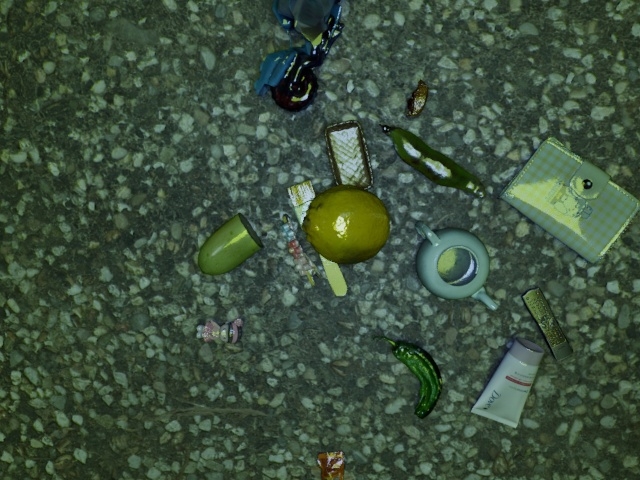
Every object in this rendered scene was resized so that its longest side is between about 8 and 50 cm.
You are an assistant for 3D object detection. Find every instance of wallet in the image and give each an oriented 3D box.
[{"bbox_3d":[0.664,-0.108,1.442,0.310,0.077,0.223,37,98,0],"label":"wallet"}]

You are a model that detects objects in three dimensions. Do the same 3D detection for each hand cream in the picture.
[{"bbox_3d":[0.517,0.389,1.481,0.133,0.083,0.247,18,104,3],"label":"hand cream"}]

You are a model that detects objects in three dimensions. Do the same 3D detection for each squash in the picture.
[{"bbox_3d":[-0.254,0.022,1.462,0.187,0.123,0.123,-37,92,8],"label":"squash"}]

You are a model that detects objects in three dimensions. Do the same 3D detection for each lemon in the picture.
[{"bbox_3d":[0.068,-0.040,1.389,0.260,0.204,0.204,2,95,-35],"label":"lemon"}]

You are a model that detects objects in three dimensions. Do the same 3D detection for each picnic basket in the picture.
[{"bbox_3d":[0.077,-0.222,1.458,0.110,0.055,0.193,-12,94,4],"label":"picnic basket"}]

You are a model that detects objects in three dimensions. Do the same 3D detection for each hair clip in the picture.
[{"bbox_3d":[-0.063,0.031,1.483,0.056,0.062,0.213,-34,98,-26],"label":"hair clip"}]

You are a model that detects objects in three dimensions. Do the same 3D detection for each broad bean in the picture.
[{"bbox_3d":[0.291,-0.210,1.448,0.339,0.061,0.077,35,83,-1],"label":"broad bean"}]

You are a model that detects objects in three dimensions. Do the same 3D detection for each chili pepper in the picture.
[{"bbox_3d":[0.255,0.352,1.487,0.122,0.065,0.278,-30,96,0],"label":"chili pepper"}]

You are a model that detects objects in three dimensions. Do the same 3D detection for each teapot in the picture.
[{"bbox_3d":[0.350,0.062,1.431,0.193,0.129,0.294,-41,92,3],"label":"teapot"}]

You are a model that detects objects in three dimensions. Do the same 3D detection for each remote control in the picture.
[{"bbox_3d":[0.621,0.228,1.485,0.059,0.028,0.212,-28,92,7],"label":"remote control"}]

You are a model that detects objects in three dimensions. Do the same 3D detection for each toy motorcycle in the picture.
[{"bbox_3d":[-0.068,-0.553,1.400,0.232,0.172,0.415,21,103,7],"label":"toy motorcycle"}]

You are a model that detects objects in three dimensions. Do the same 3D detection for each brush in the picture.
[{"bbox_3d":[0.000,0.000,1.495,0.086,0.020,0.336,-20,94,2],"label":"brush"}]

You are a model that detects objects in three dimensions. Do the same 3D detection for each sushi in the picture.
[{"bbox_3d":[0.256,-0.374,1.443,0.047,0.050,0.099,16,88,-5],"label":"sushi"}]

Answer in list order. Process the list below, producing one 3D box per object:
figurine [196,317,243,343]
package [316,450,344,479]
[{"bbox_3d":[-0.279,0.249,1.509,0.129,0.054,0.072,1,79,9],"label":"figurine"},{"bbox_3d":[0.030,0.653,1.532,0.077,0.033,0.110,0,89,12],"label":"package"}]
